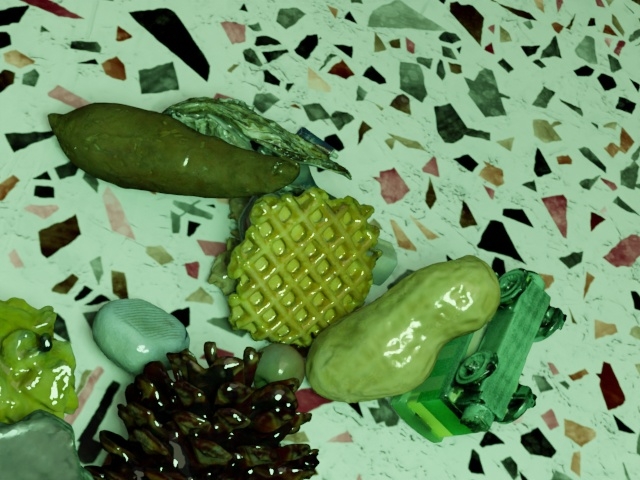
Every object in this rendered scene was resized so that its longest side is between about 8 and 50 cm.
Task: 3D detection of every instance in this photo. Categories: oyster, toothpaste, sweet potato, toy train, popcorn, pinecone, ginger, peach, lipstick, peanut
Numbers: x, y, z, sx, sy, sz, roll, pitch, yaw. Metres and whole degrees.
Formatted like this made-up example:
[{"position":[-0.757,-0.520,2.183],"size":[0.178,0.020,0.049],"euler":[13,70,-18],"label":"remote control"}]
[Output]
[{"position":[-0.120,-0.144,1.718],"size":[0.351,0.162,0.158],"euler":[17,78,-1],"label":"oyster"},{"position":[-0.005,-0.164,1.846],"size":[0.083,0.019,0.027],"euler":[33,77,-1],"label":"toothpaste"},{"position":[-0.217,-0.125,1.601],"size":[0.423,0.130,0.130],"euler":[15,51,18],"label":"sweet potato"},{"position":[0.243,0.171,1.641],"size":[0.120,0.202,0.300],"euler":[47,50,-22],"label":"toy train"},{"position":[-0.405,0.165,1.379],"size":[0.189,0.169,0.218],"euler":[-8,70,-27],"label":"popcorn"},{"position":[-0.135,0.271,1.387],"size":[0.298,0.242,0.295],"euler":[24,59,-21],"label":"pinecone"},{"position":[-0.126,0.012,1.672],"size":[0.070,0.051,0.173],"euler":[20,49,-12],"label":"ginger"},{"position":[-0.061,0.190,1.570],"size":[0.083,0.083,0.083],"euler":[11,57,-17],"label":"peach"},{"position":[0.000,0.000,1.681],"size":[0.253,0.077,0.079],"euler":[18,33,-28],"label":"lipstick"},{"position":[0.124,0.141,1.574],"size":[0.319,0.147,0.147],"euler":[-32,73,8],"label":"peanut"}]

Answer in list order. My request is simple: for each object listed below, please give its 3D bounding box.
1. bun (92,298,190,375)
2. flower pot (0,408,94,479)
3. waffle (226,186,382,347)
[{"position":[-0.254,0.142,1.505],"size":[0.141,0.083,0.141],"euler":[22,15,-6],"label":"bun"},{"position":[-0.376,0.338,1.216],"size":[0.299,0.283,0.299],"euler":[9,60,-16],"label":"flower pot"},{"position":[-0.022,0.044,1.607],"size":[0.245,0.052,0.254],"euler":[6,102,-27],"label":"waffle"}]
